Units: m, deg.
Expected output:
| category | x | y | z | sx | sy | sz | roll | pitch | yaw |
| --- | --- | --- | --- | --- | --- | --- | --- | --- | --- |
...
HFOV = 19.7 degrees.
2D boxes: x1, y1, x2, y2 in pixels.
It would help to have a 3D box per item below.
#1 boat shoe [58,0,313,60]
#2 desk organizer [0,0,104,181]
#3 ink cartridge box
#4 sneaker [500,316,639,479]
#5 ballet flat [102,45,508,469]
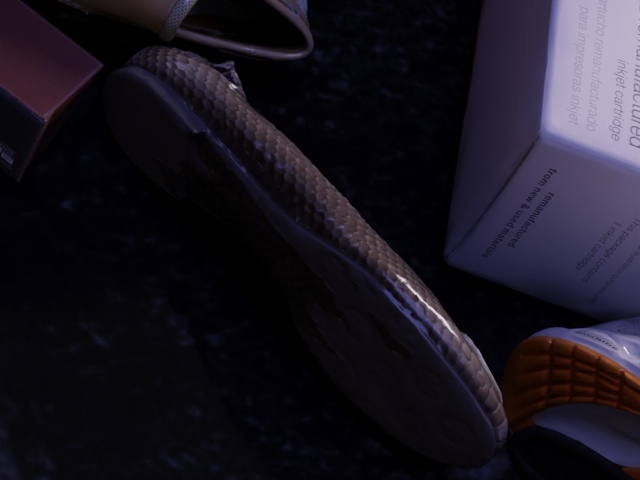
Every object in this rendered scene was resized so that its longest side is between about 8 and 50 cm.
| category | x | y | z | sx | sy | sz | roll | pitch | yaw |
| --- | --- | --- | --- | --- | --- | --- | --- | --- | --- |
| boat shoe | -0.079 | -0.125 | 0.853 | 0.190 | 0.068 | 0.072 | 8 | 37 | -37 |
| desk organizer | -0.167 | -0.093 | 0.836 | 0.130 | 0.047 | 0.050 | 38 | 48 | 3 |
| ink cartridge box | 0.222 | -0.049 | 0.939 | 0.283 | 0.117 | 0.207 | 20 | 52 | -11 |
| sneaker | 0.212 | 0.086 | 0.800 | 0.262 | 0.099 | 0.121 | 25 | 32 | 37 |
| ballet flat | 0.000 | 0.000 | 0.833 | 0.250 | 0.084 | 0.058 | 45 | 52 | 16 |
